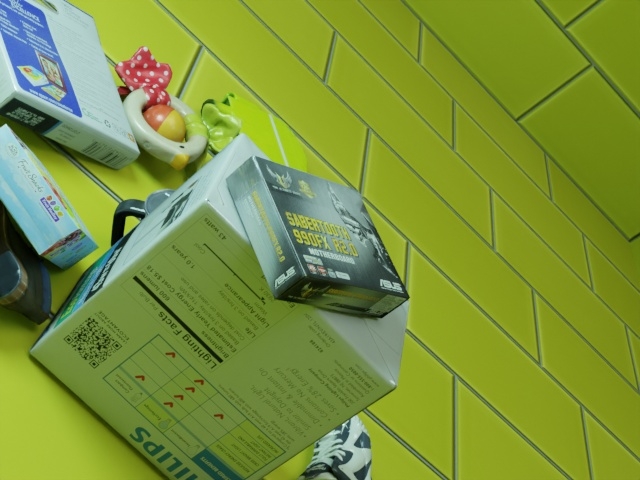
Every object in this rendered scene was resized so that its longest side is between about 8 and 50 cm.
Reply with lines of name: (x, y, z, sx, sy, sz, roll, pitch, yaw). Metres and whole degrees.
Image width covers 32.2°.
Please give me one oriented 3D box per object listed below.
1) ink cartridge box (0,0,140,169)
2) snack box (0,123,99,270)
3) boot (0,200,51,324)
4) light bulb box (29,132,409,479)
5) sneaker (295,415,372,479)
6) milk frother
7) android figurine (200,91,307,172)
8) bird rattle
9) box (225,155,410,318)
ink cartridge box: (-0.447, -0.292, 1.812, 0.304, 0.072, 0.307, 25, 35, -57)
snack box: (-0.394, -0.054, 1.543, 0.174, 0.070, 0.207, 55, -9, 3)
boot: (-0.434, 0.022, 1.521, 0.219, 0.082, 0.106, 62, 1, 37)
light bulb box: (-0.131, 0.118, 1.536, 0.358, 0.361, 0.225, 46, 26, -14)
sneaker: (0.012, 0.352, 1.778, 0.153, 0.094, 0.234, 27, 46, -56)
milk frother: (-0.259, 0.016, 1.706, 0.129, 0.134, 0.143, 3, 45, -19)
android figurine: (-0.125, -0.195, 2.267, 0.273, 0.056, 0.248, 20, 41, -47)
bird rattle: (-0.272, -0.223, 1.977, 0.253, 0.143, 0.207, 45, 29, -11)
box: (0.000, 0.000, 1.420, 0.231, 0.056, 0.183, 16, 44, -51)
